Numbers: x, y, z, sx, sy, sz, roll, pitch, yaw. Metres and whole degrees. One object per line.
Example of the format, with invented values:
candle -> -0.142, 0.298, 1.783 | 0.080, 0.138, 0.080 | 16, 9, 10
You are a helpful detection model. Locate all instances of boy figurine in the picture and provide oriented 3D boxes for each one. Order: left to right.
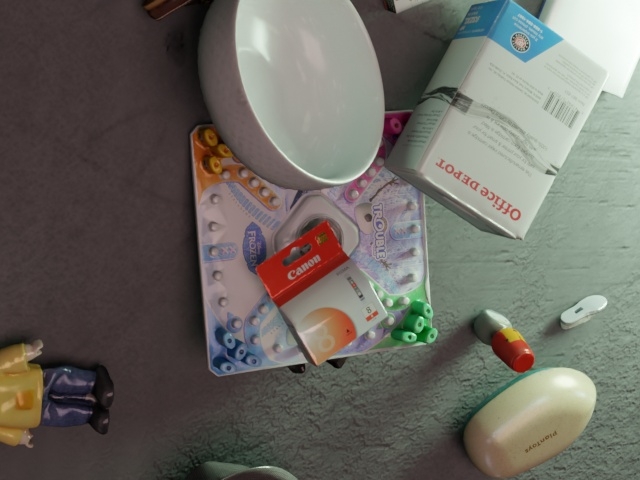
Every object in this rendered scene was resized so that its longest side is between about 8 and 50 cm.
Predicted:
boy figurine -> -0.459, 0.231, 1.851 | 0.285, 0.092, 0.177 | 6, 109, -30

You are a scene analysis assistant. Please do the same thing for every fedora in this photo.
fedora -> -0.149, 0.454, 2.055 | 0.244, 0.124, 0.275 | -44, 129, -1

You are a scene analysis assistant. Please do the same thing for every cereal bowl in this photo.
cereal bowl -> -0.059, -0.229, 1.779 | 0.339, 0.141, 0.339 | 19, 65, -49

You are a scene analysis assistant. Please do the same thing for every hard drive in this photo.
hard drive -> 0.484, -0.421, 2.064 | 0.210, 0.040, 0.318 | 15, 102, -28

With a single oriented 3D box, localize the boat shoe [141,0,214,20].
boat shoe -> -0.158, -0.375, 1.767 | 0.207, 0.073, 0.073 | -39, 118, -7

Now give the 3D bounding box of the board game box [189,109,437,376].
board game box -> 0.000, 0.000, 1.940 | 0.390, 0.050, 0.390 | -6, 97, -22

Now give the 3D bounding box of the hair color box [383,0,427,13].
hair color box -> 0.162, -0.413, 1.918 | 0.141, 0.043, 0.072 | -24, 117, -16

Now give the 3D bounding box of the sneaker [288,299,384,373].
sneaker -> 0.034, 0.154, 2.037 | 0.234, 0.078, 0.106 | -21, 89, -13

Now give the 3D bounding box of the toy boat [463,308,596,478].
toy boat -> 0.359, 0.269, 2.225 | 0.267, 0.148, 0.318 | -26, 125, -8

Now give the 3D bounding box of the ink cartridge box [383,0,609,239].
ink cartridge box -> 0.277, -0.188, 1.941 | 0.223, 0.129, 0.307 | 31, 84, -23

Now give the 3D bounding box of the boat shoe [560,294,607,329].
boat shoe -> 0.487, 0.136, 2.285 | 0.100, 0.035, 0.035 | -28, 146, -17

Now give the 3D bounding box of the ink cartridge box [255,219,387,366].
ink cartridge box -> 0.004, 0.081, 1.898 | 0.145, 0.045, 0.179 | -34, 109, -17
